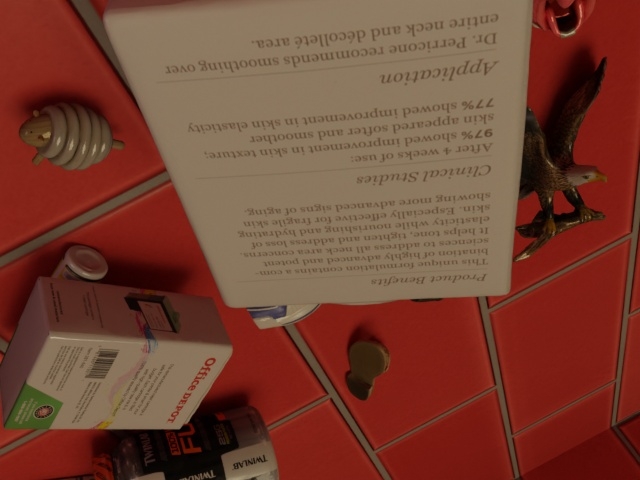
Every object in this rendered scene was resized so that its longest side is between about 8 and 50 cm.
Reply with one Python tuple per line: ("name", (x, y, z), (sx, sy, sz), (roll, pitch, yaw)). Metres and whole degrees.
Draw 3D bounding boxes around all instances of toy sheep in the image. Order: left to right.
("toy sheep", (-0.303, -0.126, 0.862), (0.132, 0.091, 0.091), (-2, 135, -48))

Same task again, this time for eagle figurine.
("eagle figurine", (0.398, -0.147, 1.205), (0.226, 0.225, 0.298), (-46, 122, -47))

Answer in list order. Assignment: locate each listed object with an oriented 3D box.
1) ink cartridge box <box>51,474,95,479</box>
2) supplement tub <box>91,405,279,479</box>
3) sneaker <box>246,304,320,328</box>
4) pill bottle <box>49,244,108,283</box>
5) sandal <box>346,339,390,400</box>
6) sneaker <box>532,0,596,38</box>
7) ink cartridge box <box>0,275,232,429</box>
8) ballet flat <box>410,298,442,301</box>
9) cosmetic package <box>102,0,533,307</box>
("ink cartridge box", (-0.495, 0.559, 1.420), (0.191, 0.139, 0.082), (5, 131, -34))
("supplement tub", (-0.270, 0.468, 1.405), (0.338, 0.207, 0.207), (-10, 137, -22))
("sneaker", (0.001, 0.000, 1.155), (0.315, 0.127, 0.182), (-25, 130, -2))
("pill bottle", (-0.369, 0.068, 1.038), (0.065, 0.065, 0.116), (19, 122, -42))
("sandal", (0.113, 0.259, 1.533), (0.079, 0.088, 0.240), (-44, 158, -33))
("sneaker", (0.257, -0.294, 0.826), (0.116, 0.136, 0.314), (-18, 180, 12))
("ink cartridge box", (-0.303, 0.176, 1.045), (0.278, 0.117, 0.201), (11, 125, -37))
("ballet flat", (0.182, 0.039, 1.313), (0.096, 0.095, 0.280), (-17, 140, 4))
("cosmetic package", (0.027, -0.172, 0.743), (0.329, 0.327, 0.393), (-3, 140, 8))
